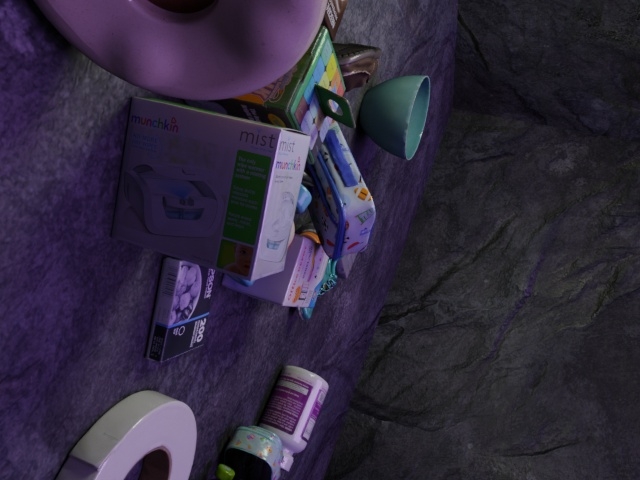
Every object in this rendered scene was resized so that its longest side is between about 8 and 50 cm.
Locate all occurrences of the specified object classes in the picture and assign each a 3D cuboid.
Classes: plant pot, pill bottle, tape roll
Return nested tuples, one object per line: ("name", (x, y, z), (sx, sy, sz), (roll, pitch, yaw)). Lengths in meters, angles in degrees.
("plant pot", (0.252, -0.447, 1.970), (0.290, 0.195, 0.290), (16, 90, -73))
("pill bottle", (0.000, 0.000, 1.694), (0.245, 0.130, 0.130), (-29, 132, -66))
("tape roll", (-0.374, 0.485, 1.072), (0.392, 0.072, 0.392), (15, 90, -72))
("pill bottle", (-0.101, 0.576, 1.810), (0.169, 0.169, 0.302), (74, 36, -58))

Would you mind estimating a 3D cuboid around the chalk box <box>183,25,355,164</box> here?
("chalk box", (-0.070, -0.267, 0.999), (0.180, 0.288, 0.179), (62, 47, -65))

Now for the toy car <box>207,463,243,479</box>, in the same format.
("toy car", (-0.284, 0.664, 1.405), (0.155, 0.149, 0.188), (-61, 149, -9))

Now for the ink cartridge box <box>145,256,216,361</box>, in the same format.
("ink cartridge box", (-0.264, 0.126, 1.148), (0.208, 0.045, 0.206), (-14, 118, -71))

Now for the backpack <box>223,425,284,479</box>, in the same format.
("backpack", (-0.187, 0.613, 1.584), (0.144, 0.165, 0.188), (-58, 159, -44))

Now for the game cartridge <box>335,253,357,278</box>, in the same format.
("game cartridge", (0.093, -0.030, 2.071), (0.230, 0.068, 0.355), (-61, 159, -25))

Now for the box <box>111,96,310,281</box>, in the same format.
("box", (-0.173, -0.087, 0.890), (0.127, 0.262, 0.231), (-17, 121, -69))

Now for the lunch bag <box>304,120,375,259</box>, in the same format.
("lunch bag", (0.027, -0.126, 1.326), (0.243, 0.115, 0.303), (94, -24, -58))

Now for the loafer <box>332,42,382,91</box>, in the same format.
("loafer", (0.093, -0.478, 1.566), (0.366, 0.133, 0.130), (-39, 140, -61))

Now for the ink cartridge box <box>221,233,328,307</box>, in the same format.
("ink cartridge box", (-0.101, 0.063, 1.379), (0.232, 0.168, 0.171), (24, 82, -71))

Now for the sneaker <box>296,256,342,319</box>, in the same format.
("sneaker", (-0.003, 0.130, 1.827), (0.107, 0.110, 0.275), (61, 48, -66))

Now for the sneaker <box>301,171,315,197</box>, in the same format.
("sneaker", (-0.084, -0.099, 1.316), (0.282, 0.161, 0.102), (61, 46, -67))

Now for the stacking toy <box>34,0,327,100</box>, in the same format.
("stacking toy", (-0.146, -0.457, 0.722), (0.351, 0.350, 0.480), (79, 15, -55))

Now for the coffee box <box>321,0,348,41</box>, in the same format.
("coffee box", (0.010, -0.602, 1.273), (0.141, 0.098, 0.247), (46, 61, -69))

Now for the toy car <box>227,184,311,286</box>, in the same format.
("toy car", (-0.155, -0.021, 1.157), (0.219, 0.210, 0.238), (-56, 175, -17))
